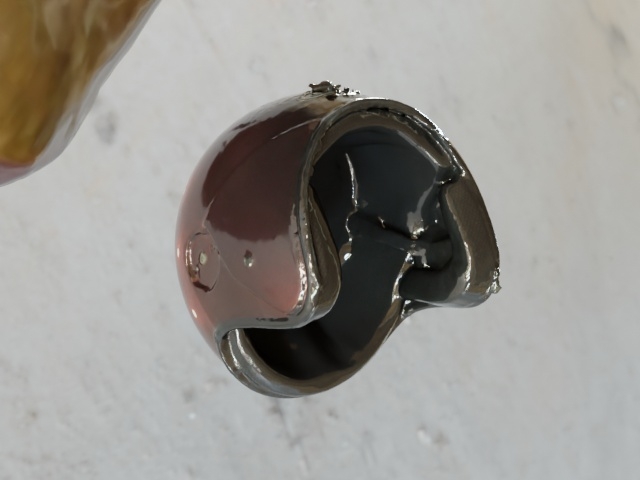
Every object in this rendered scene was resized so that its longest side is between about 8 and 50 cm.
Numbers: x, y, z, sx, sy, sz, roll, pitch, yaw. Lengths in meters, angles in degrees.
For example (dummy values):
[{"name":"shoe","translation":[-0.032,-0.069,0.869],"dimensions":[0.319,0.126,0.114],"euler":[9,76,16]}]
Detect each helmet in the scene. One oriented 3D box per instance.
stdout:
[{"name":"helmet","translation":[0.000,0.000,1.016],"dimensions":[0.189,0.216,0.193],"euler":[-4,30,-42]}]

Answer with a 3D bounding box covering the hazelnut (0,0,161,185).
[{"name":"hazelnut","translation":[-0.249,-0.220,0.954],"dimensions":[0.409,0.359,0.359],"euler":[-54,129,-8]}]
